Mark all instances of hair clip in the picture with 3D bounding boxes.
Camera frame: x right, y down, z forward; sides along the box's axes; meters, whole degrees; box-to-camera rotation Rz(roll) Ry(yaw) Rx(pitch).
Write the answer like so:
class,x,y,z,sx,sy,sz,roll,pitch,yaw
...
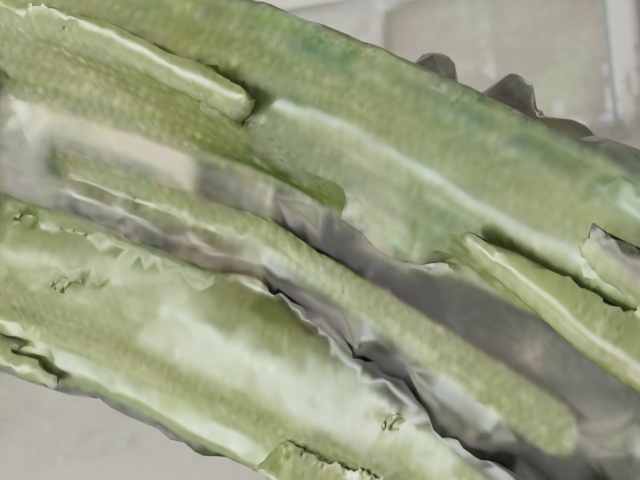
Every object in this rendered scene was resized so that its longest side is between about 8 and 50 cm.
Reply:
class,x,y,z,sx,sy,sz,roll,pitch,yaw
hair clip,0.000,-0.001,0.416,0.321,0.138,0.091,25,42,22
